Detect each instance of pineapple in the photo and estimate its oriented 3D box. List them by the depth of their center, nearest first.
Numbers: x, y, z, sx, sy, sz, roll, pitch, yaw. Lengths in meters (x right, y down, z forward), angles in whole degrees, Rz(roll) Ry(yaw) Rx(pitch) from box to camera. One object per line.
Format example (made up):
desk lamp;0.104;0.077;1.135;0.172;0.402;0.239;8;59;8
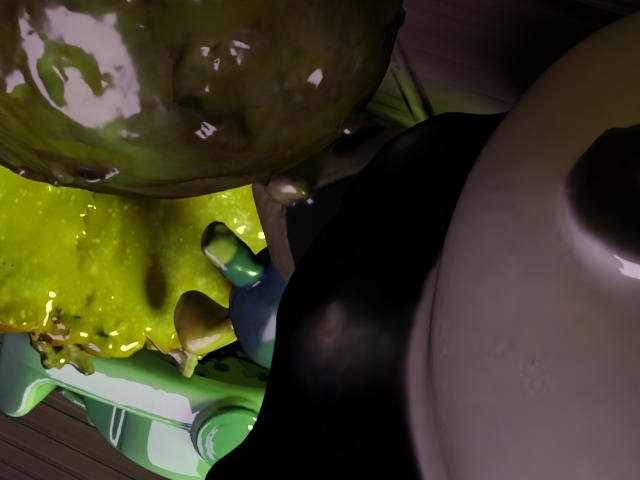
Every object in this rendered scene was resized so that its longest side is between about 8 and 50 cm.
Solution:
pineapple;-0.164;-0.035;0.820;0.334;0.161;0.158;40;162;-33

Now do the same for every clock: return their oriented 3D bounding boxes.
clock;-0.048;0.067;0.914;0.211;0.159;0.066;23;118;14

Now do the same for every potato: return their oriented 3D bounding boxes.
potato;-0.091;-0.098;0.573;0.298;0.141;0.176;23;148;46

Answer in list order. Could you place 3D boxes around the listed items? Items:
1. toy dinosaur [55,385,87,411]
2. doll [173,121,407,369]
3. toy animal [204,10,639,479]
toy dinosaur;-0.151;0.142;1.453;0.082;0.039;0.209;37;172;-27
doll;0.000;0.000;0.745;0.102;0.089;0.179;-2;162;-37
toy animal;0.106;0.040;0.530;0.212;0.212;0.267;38;158;-18
